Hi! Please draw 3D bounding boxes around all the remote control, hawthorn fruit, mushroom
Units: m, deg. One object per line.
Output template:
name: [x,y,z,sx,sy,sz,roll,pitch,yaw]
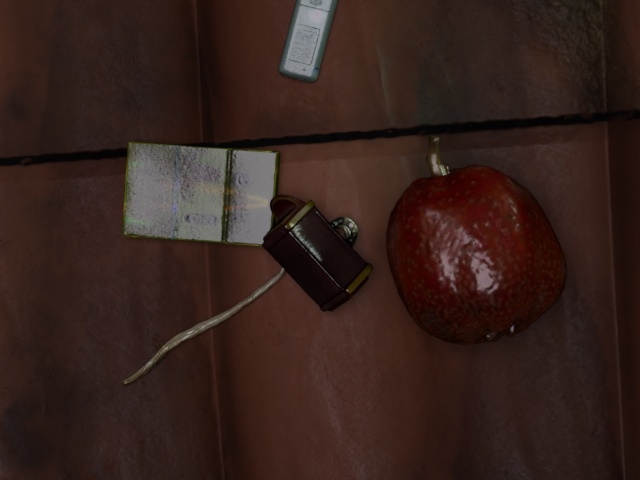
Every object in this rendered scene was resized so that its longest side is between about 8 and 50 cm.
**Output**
remote control: [-0.015,-0.262,1.957,0.053,0.018,0.124,14,93,9]
hawthorn fruit: [0.174,-0.004,1.848,0.205,0.205,0.253,-19,81,8]
mushroom: [-0.138,0.101,1.981,0.286,0.026,0.028,-40,69,9]

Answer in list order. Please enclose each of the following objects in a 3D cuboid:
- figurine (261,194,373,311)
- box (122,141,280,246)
figurine: [-0.001,0.000,1.927,0.098,0.082,0.154,-42,92,-26]
box: [-0.150,-0.058,1.975,0.193,0.030,0.121,4,92,9]
